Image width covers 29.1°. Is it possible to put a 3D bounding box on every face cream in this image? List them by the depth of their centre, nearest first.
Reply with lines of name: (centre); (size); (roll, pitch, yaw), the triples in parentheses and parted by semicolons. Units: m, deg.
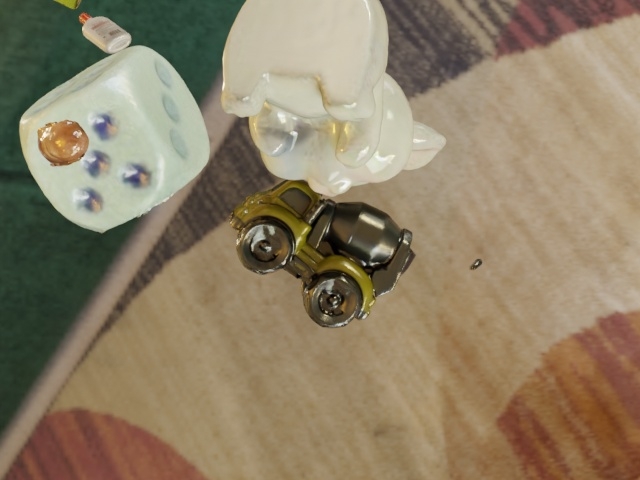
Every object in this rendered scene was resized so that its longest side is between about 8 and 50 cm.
face cream: (-0.271, -0.260, 1.526); (0.083, 0.040, 0.021); (39, 148, 34)

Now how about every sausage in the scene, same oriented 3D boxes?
sausage: (-0.412, -0.154, 1.951); (0.304, 0.078, 0.078); (-164, 80, -76)

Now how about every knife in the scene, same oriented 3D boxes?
knife: (0.220, 0.034, 1.753); (0.023, 0.170, 0.010); (-40, 86, 3)

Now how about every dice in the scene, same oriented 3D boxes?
dice: (-0.388, -0.197, 2.345); (0.265, 0.268, 0.262); (-24, 108, 20)

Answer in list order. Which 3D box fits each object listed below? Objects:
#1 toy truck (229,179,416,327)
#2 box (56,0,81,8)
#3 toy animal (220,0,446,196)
toy truck: (0.000, 0.000, 1.596); (0.224, 0.147, 0.165); (38, 94, -6)
box: (-0.339, -0.381, 1.321); (0.062, 0.260, 0.175); (-50, 16, 52)
toy animal: (0.030, -0.179, 1.503); (0.196, 0.367, 0.241); (8, 65, 23)
